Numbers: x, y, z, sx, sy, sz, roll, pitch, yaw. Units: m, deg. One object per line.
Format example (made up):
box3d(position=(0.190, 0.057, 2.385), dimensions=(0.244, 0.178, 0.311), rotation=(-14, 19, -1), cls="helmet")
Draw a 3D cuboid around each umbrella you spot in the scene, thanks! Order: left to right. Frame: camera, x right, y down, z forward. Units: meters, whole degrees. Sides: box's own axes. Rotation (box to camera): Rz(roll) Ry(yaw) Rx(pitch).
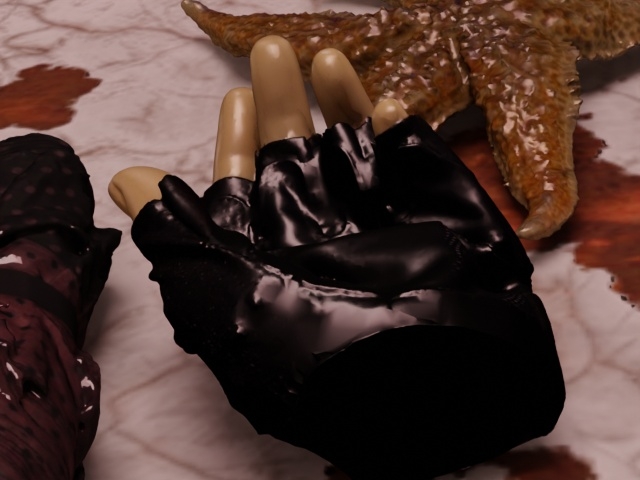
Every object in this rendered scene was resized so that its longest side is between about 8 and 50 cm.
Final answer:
box3d(position=(-0.132, 0.054, 0.737), dimensions=(0.090, 0.094, 0.326), rotation=(33, 25, -19), cls="umbrella")

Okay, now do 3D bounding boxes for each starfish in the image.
box3d(position=(0.057, -0.092, 0.948), dimensions=(0.299, 0.060, 0.302), rotation=(0, 34, 8), cls="starfish")

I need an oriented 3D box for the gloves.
box3d(position=(0.000, 0.000, 0.756), dimensions=(0.164, 0.124, 0.203), rotation=(-2, 33, -13), cls="gloves")
